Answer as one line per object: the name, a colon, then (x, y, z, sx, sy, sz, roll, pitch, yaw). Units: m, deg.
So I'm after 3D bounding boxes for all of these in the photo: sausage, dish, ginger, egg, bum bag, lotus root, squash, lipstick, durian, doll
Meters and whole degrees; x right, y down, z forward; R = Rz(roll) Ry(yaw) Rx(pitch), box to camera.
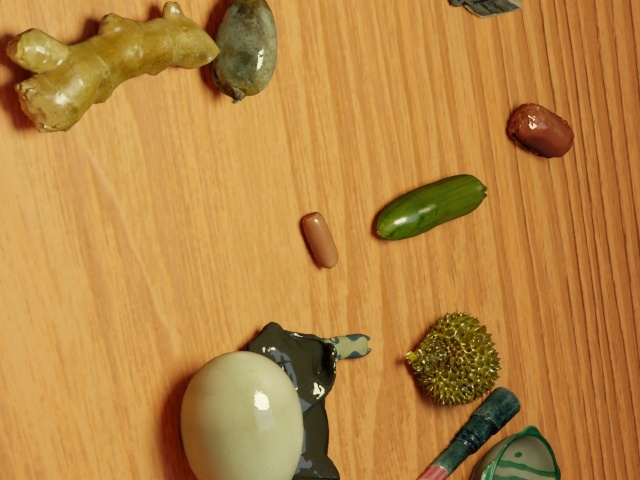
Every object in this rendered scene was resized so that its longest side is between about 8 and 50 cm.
sausage: (0.000, 0.000, 1.829, 0.034, 0.034, 0.083, -42, 121, -38)
dish: (0.295, 0.414, 2.144, 0.224, 0.078, 0.246, 13, 81, -47)
ginger: (-0.232, -0.204, 1.542, 0.299, 0.065, 0.117, -25, 114, -47)
egg: (-0.096, 0.236, 1.650, 0.151, 0.151, 0.209, -27, 122, -44)
bum bag: (-0.024, 0.261, 1.783, 0.142, 0.080, 0.326, -16, 104, -39)
sausage: (0.361, -0.178, 2.190, 0.141, 0.076, 0.076, 24, 74, -45)
lotus root: (-0.092, -0.251, 1.675, 0.088, 0.088, 0.165, 14, 78, -47)
squash: (0.174, -0.055, 1.994, 0.258, 0.069, 0.069, -23, 109, -45)
lipstick: (0.224, 0.312, 2.089, 0.234, 0.053, 0.053, -36, 118, -36)
durian: (0.203, 0.178, 2.017, 0.208, 0.102, 0.146, 13, 88, -44)
doll: (0.031, 0.150, 1.876, 0.125, 0.027, 0.037, -4, 88, -48)

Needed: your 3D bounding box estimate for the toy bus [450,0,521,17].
toy bus: (0.208, -0.430, 1.999, 0.268, 0.092, 0.106, 32, 60, -44)
